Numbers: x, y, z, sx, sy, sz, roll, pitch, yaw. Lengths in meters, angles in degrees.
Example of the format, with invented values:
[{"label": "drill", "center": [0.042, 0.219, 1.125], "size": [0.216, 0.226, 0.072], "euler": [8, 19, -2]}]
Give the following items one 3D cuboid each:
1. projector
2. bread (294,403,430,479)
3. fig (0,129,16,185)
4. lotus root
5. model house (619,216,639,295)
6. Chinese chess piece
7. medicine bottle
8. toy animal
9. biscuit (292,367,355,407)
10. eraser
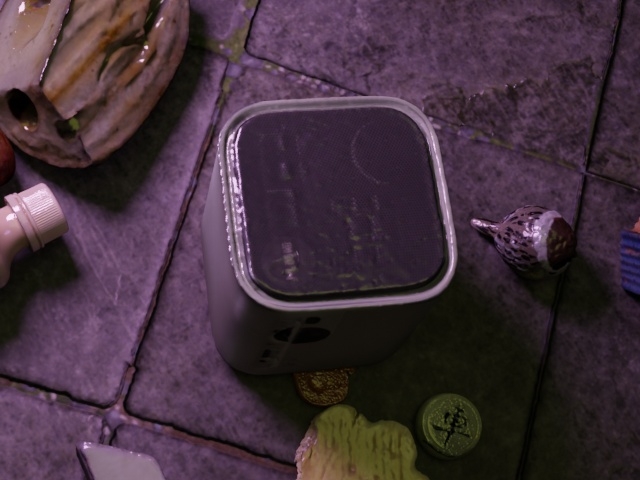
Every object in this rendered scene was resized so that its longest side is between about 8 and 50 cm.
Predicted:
[{"label": "projector", "center": [0.000, 0.000, 1.311], "size": [0.249, 0.249, 0.248], "euler": [-4, 69, -12]}, {"label": "bread", "center": [0.043, 0.329, 1.340], "size": [0.182, 0.039, 0.250], "euler": [19, 71, -6]}, {"label": "fig", "center": [-0.410, -0.121, 1.347], "size": [0.089, 0.089, 0.125], "euler": [-8, 100, -13]}, {"label": "lotus root", "center": [-0.294, -0.248, 1.405], "size": [0.210, 0.142, 0.314], "euler": [43, 62, -34]}, {"label": "model house", "center": [0.487, 0.035, 1.466], "size": [0.183, 0.166, 0.172], "euler": [34, 85, -16]}, {"label": "Chinese chess piece", "center": [0.157, 0.228, 1.396], "size": [0.084, 0.034, 0.084], "euler": [4, 72, -11]}, {"label": "medicine bottle", "center": [-0.416, 0.017, 1.304], "size": [0.252, 0.114, 0.114], "euler": [-30, 81, -18]}, {"label": "toy animal", "center": [0.265, -0.006, 1.455], "size": [0.137, 0.098, 0.098], "euler": [26, 70, -2]}, {"label": "biscuit", "center": [0.004, 0.160, 1.395], "size": [0.078, 0.015, 0.091], "euler": [-3, 71, -14]}, {"label": "eraser", "center": [-0.166, 0.372, 1.247], "size": [0.077, 0.111, 0.352], "euler": [-23, 79, -16]}]
